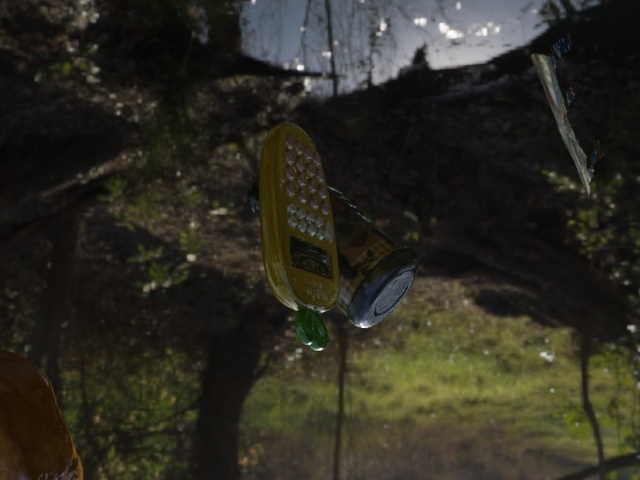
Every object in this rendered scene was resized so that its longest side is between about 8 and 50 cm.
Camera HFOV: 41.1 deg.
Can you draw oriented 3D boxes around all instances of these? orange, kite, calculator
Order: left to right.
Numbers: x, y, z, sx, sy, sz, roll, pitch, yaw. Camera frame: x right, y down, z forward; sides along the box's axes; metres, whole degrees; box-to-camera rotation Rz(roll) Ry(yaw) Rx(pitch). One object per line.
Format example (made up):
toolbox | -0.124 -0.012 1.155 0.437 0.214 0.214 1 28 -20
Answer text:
orange | -0.331 0.204 0.750 0.249 0.249 0.183 0 174 2
calculator | -0.020 -0.006 0.870 0.032 0.235 0.146 -9 166 23
kite | 0.238 -0.109 0.801 0.015 0.169 0.310 -21 -178 13

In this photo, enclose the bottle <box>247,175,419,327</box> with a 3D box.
bottle | 0.000 0.000 1.222 0.271 0.143 0.156 40 -161 23
